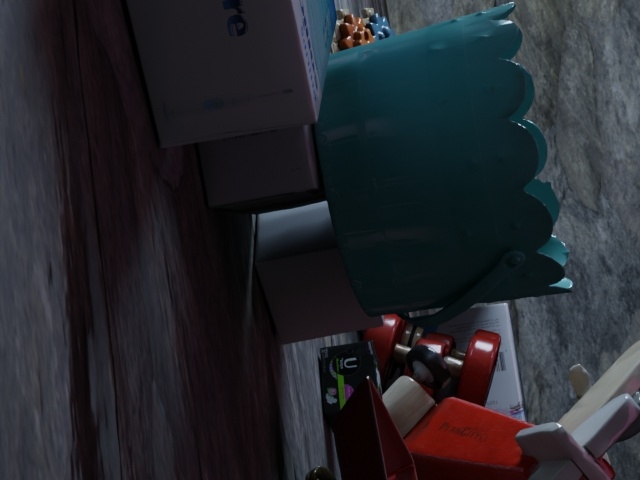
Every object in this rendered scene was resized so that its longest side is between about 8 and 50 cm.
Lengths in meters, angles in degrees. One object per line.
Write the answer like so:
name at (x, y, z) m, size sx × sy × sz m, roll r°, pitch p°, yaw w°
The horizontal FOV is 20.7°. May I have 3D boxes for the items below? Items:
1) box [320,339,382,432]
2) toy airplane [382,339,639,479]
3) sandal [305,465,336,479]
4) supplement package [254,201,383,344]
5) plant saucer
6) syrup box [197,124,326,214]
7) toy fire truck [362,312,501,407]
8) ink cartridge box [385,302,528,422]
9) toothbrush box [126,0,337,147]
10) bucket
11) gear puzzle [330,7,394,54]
box at (0.035, 0.162, 1.941) m, size 0.052 × 0.062 × 0.083 m, roll 72°, pitch 10°, yaw -56°
toy airplane at (0.223, 0.282, 1.960) m, size 0.272 × 0.386 × 0.384 m, roll 60°, pitch 17°, yaw -24°
sandal at (0.006, 0.262, 1.639) m, size 0.180 × 0.049 × 0.072 m, roll 68°, pitch -2°, yaw -70°
supplement package at (0.000, 0.000, 1.712) m, size 0.179 × 0.105 × 0.105 m, roll -90°, pitch 167°, yaw -55°
plant saucer at (0.067, 0.288, 1.618) m, size 0.258 × 0.047 × 0.259 m, roll 64°, pitch 15°, yaw -62°
syrup box at (-0.041, -0.078, 1.551) m, size 0.237 × 0.093 × 0.096 m, roll -4°, pitch 84°, yaw -83°
toy fire truck at (0.127, 0.229, 2.312) m, size 0.302 × 0.169 × 0.254 m, roll -2°, pitch 107°, yaw -82°
ink cartridge box at (0.206, 0.253, 2.614) m, size 0.197 × 0.198 × 0.270 m, roll 53°, pitch 29°, yaw -76°
toothbrush box at (-0.071, -0.226, 1.382) m, size 0.295 × 0.126 × 0.216 m, roll -84°, pitch 164°, yaw -67°
bucket at (0.109, -0.063, 1.550) m, size 0.281 × 0.183 × 0.281 m, roll -11°, pitch 90°, yaw -80°
gear puzzle at (0.037, -0.200, 2.165) m, size 0.339 × 0.044 × 0.175 m, roll -19°, pitch 99°, yaw -63°
